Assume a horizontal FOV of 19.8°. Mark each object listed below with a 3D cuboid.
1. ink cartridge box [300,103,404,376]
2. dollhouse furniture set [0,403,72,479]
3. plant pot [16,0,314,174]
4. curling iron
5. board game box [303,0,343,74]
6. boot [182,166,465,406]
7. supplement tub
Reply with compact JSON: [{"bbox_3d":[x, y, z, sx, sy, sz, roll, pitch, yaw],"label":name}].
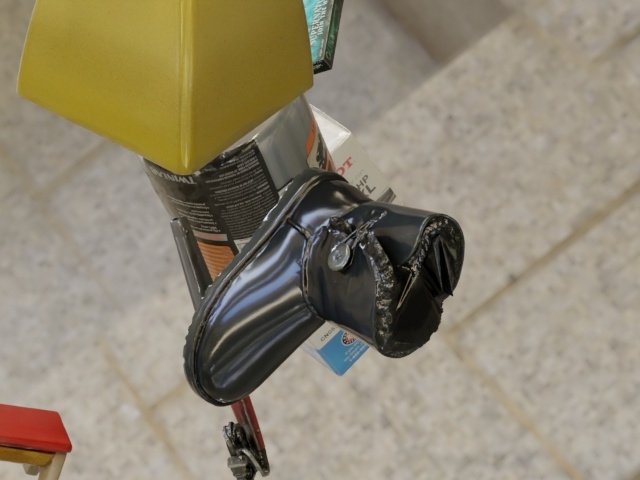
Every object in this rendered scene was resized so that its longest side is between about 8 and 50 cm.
[{"bbox_3d":[0.000,0.000,2.489,0.129,0.223,0.307,36,168,47],"label":"ink cartridge box"},{"bbox_3d":[-0.388,0.182,1.663,0.374,0.152,0.201,11,-154,-28],"label":"dollhouse furniture set"},{"bbox_3d":[-0.141,-0.220,1.714,0.212,0.212,0.187,26,133,24],"label":"plant pot"},{"bbox_3d":[-0.095,0.108,1.768,0.068,0.035,0.274,-53,-50,-81],"label":"curling iron"},{"bbox_3d":[-0.031,-0.290,2.495,0.026,0.126,0.186,48,-141,-40],"label":"board game box"},{"bbox_3d":[0.001,0.061,1.594,0.094,0.246,0.207,36,175,-36],"label":"boot"},{"bbox_3d":[-0.079,-0.063,2.033,0.193,0.193,0.316,49,169,38],"label":"supplement tub"}]
